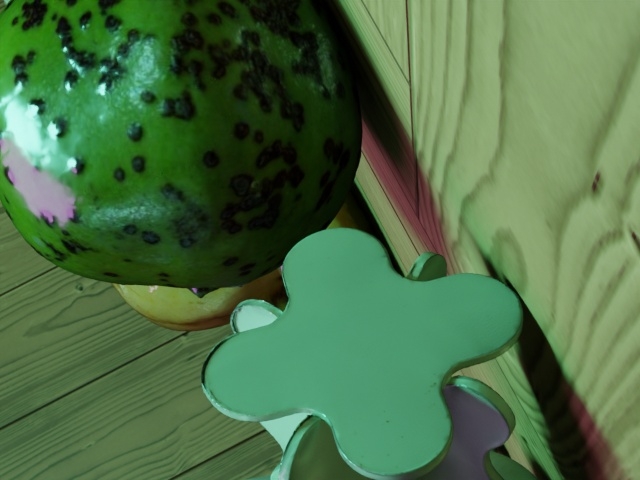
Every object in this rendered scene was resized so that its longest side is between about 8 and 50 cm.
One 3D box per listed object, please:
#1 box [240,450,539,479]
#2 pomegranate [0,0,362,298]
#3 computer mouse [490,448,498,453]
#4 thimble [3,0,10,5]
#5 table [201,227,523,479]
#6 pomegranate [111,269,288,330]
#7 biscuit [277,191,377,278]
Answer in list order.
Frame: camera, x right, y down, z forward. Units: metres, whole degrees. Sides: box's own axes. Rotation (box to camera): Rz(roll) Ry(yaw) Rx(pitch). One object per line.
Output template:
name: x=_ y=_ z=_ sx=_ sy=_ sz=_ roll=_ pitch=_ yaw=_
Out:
box: x=0.037 y=0.268 z=0.947 sx=0.289 sy=0.349 sz=0.141 roll=61 pitch=145 yaw=37
pomegranate: x=-0.097 y=-0.097 z=0.950 sx=0.254 sy=0.254 sz=0.271 roll=-157 pitch=49 yaw=-85
computer mouse: x=0.127 y=0.165 z=1.247 sx=0.056 sy=0.032 sz=0.110 roll=62 pitch=167 yaw=-2
thimble: x=-0.198 y=-0.254 z=1.462 sx=0.150 sy=0.219 sz=0.219 roll=63 pitch=177 yaw=-20
table: x=0.033 y=0.119 z=0.835 sx=0.198 sy=0.166 sz=0.166 roll=80 pitch=165 yaw=-46
pomegranate: x=-0.134 y=-0.045 z=1.730 sx=0.307 sy=0.307 sz=0.307 roll=62 pitch=177 yaw=6
biscuit: x=0.001 y=-0.001 z=1.381 sx=0.274 sy=0.091 sz=0.213 roll=63 pitch=180 yaw=20
